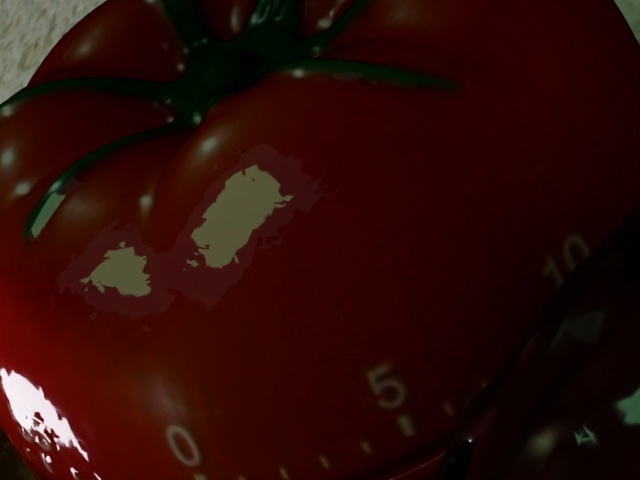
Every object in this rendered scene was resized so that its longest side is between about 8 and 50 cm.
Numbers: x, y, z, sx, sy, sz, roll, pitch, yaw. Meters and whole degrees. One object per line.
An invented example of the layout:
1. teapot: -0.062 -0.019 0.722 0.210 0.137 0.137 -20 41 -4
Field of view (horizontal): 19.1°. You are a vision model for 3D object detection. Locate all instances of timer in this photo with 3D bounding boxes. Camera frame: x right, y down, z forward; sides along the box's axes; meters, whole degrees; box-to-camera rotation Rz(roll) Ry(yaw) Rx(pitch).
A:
1. timer: 0.000 0.000 0.982 0.378 0.279 0.378 -18 33 12

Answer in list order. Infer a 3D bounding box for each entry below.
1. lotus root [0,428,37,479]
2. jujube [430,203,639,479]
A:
1. lotus root: -0.229 0.206 1.220 0.291 0.193 0.193 -56 39 5
2. jujube: 0.178 0.117 0.743 0.258 0.258 0.376 7 43 48
